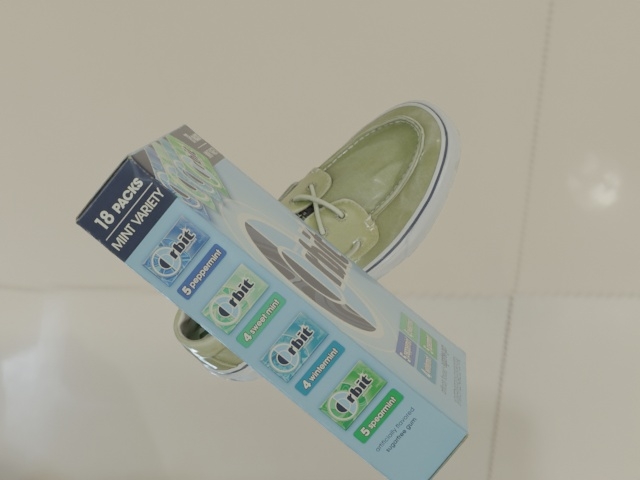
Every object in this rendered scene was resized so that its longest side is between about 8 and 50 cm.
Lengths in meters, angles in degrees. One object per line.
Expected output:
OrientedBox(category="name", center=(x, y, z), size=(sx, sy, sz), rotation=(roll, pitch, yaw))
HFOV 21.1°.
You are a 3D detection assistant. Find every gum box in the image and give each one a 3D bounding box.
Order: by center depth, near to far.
OrientedBox(category="gum box", center=(-0.014, 0.025, 0.788), size=(0.184, 0.157, 0.041), rotation=(39, 100, -2))

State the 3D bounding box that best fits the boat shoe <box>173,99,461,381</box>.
OrientedBox(category="boat shoe", center=(0.000, 0.000, 1.458), size=(0.302, 0.109, 0.094), rotation=(-49, 153, 4))
